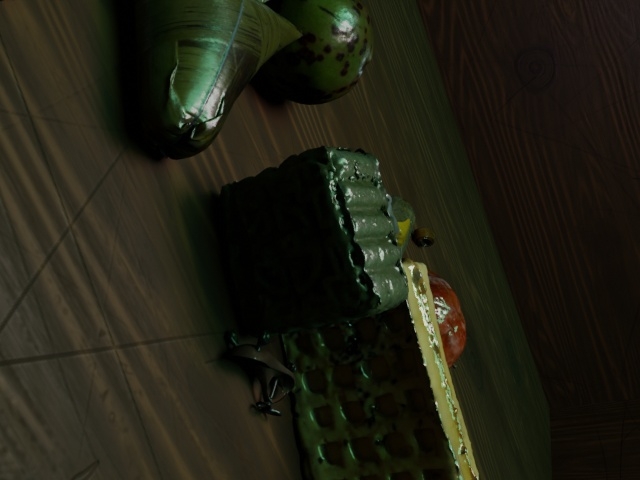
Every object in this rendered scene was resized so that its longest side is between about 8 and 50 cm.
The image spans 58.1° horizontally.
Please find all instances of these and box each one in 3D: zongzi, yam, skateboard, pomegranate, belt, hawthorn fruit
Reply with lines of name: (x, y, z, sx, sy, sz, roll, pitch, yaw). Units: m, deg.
zongzi: (-0.122, -0.244, 0.832, 0.300, 0.139, 0.285, 5, 72, -45)
yam: (0.165, -0.019, 1.397, 0.107, 0.108, 0.194, 64, 28, -22)
skateboard: (-0.081, 0.193, 0.827, 0.151, 0.067, 0.080, 54, 41, -44)
pomegranate: (-0.036, -0.403, 1.064, 0.305, 0.243, 0.242, 54, 31, -20)
belt: (0.316, -0.008, 1.749, 0.083, 0.059, 0.035, 37, 44, -54)
hawthorn fruit: (0.195, 0.192, 1.165, 0.271, 0.242, 0.241, 46, 35, -22)

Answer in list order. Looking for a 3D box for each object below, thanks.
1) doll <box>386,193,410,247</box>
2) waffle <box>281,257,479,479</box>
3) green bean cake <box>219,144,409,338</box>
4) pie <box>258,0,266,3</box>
doll: (0.080, 0.012, 1.127, 0.103, 0.146, 0.316, 99, 15, -54)
waffle: (0.084, 0.233, 0.899, 0.114, 0.261, 0.375, 4, 72, -58)
green bean cake: (-0.023, 0.007, 0.826, 0.132, 0.255, 0.240, -9, 84, -56)
pie: (-0.156, -0.487, 0.952, 0.241, 0.054, 0.240, 5, 75, -18)
